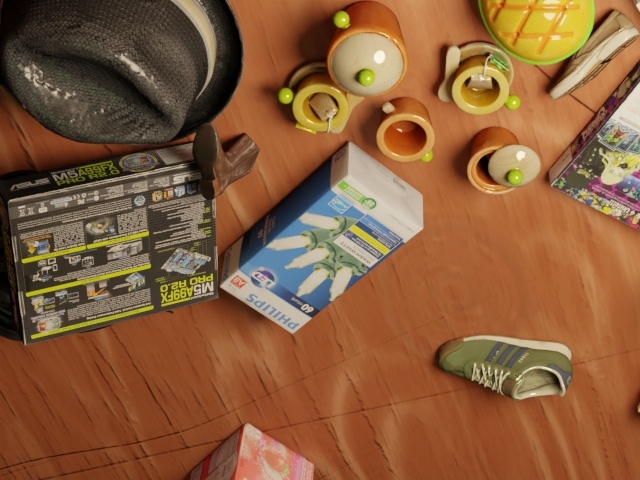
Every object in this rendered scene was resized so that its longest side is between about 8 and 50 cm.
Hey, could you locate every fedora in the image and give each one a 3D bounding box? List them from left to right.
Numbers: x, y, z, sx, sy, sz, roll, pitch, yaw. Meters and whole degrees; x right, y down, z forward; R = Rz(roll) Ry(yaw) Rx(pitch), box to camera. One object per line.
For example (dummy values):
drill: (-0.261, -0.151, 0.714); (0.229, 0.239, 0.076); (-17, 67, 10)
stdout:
fedora: (-0.260, -0.207, 1.663); (0.334, 0.152, 0.334); (2, 129, 3)

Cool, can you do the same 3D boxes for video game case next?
video game case: (0.442, -0.101, 1.773); (0.232, 0.042, 0.210); (24, 127, -15)

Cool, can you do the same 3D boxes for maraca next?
maraca: (0.235, -0.289, 1.604); (0.127, 0.099, 0.185); (-29, 96, 18)

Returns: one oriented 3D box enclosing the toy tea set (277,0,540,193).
toy tea set: (0.123, -0.154, 1.699); (0.336, 0.124, 0.200); (18, 128, -11)

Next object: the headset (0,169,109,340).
headset: (-0.408, 0.040, 1.854); (0.394, 0.185, 0.243); (1, 130, -12)

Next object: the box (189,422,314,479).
box: (-0.116, 0.443, 2.088); (0.142, 0.300, 0.154); (33, 123, -19)

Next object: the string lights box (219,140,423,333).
string lights box: (0.000, 0.000, 1.863); (0.133, 0.077, 0.260); (34, 124, -24)

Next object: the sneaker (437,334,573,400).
sneaker: (0.262, 0.185, 1.990); (0.192, 0.086, 0.064); (1, 129, 3)

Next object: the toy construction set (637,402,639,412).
toy construction set: (0.546, 0.138, 1.906); (0.215, 0.151, 0.327); (-3, 140, 6)

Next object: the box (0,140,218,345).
box: (-0.267, 0.002, 1.802); (0.270, 0.060, 0.216); (-14, 124, -21)

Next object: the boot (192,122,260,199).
boot: (-0.114, -0.117, 1.769); (0.037, 0.114, 0.106); (18, 124, 24)

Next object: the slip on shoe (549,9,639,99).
slip on shoe: (0.321, -0.221, 1.688); (0.135, 0.051, 0.041); (-44, 75, 40)

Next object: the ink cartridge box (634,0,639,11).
ink cartridge box: (0.435, -0.261, 1.634); (0.099, 0.056, 0.135); (-27, 123, 24)
